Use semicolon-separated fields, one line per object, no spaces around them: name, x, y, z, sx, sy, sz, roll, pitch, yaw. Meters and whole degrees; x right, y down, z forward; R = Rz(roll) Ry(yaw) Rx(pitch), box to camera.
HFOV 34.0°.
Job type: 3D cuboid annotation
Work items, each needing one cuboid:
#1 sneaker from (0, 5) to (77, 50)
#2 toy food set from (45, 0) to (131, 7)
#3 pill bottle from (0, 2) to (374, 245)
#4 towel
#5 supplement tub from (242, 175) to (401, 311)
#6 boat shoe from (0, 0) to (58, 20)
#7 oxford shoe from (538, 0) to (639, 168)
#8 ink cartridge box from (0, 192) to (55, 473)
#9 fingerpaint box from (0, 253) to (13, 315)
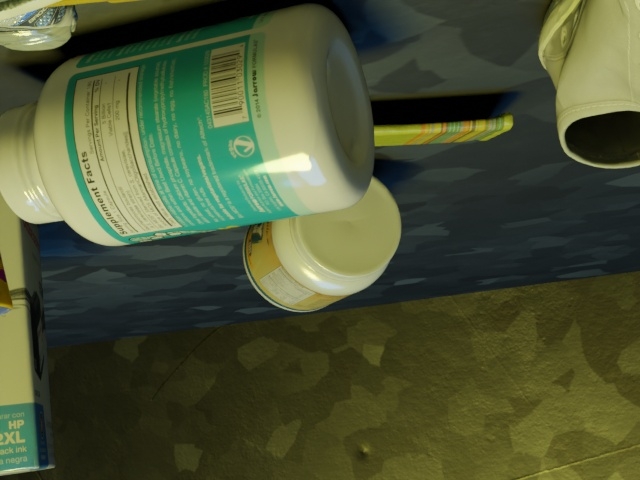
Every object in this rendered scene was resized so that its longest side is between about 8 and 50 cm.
sneaker;-0.221;-0.144;0.636;0.135;0.052;0.058;-11;160;-6
toy food set;-0.090;-0.164;0.551;0.217;0.071;0.128;-4;-167;6
pill bottle;-0.103;-0.076;0.763;0.264;0.146;0.146;-8;169;19
towel;0.056;-0.104;0.987;0.237;0.021;0.102;-4;178;-6
supplement tub;0.000;0.000;1.211;0.144;0.144;0.199;-1;168;-19
boat shoe;-0.220;-0.152;0.397;0.319;0.116;0.099;2;172;-10
oxford shoe;0.229;-0.146;0.610;0.169;0.130;0.449;-3;168;-1
ink cartridge box;-0.385;0.113;1.195;0.128;0.308;0.223;-5;169;-10
fingerpaint box;-0.552;0.044;0.844;0.444;0.163;0.371;-25;161;15
